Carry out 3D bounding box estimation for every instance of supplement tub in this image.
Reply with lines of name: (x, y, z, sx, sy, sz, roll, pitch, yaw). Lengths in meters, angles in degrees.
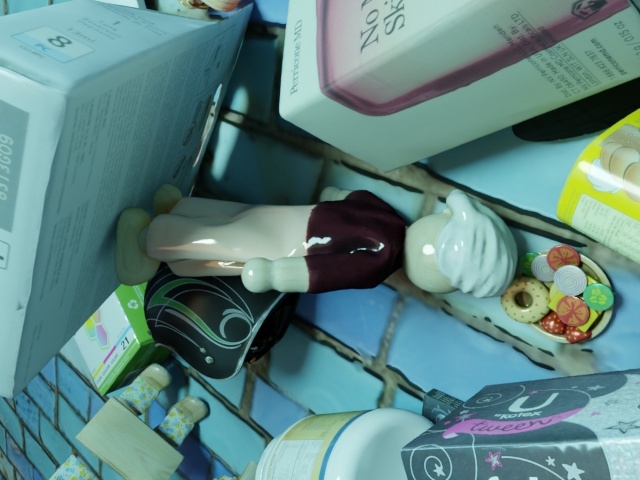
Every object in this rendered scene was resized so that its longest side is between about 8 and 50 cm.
supplement tub: (0.028, 0.248, 0.561, 0.200, 0.144, 0.144, -33, 77, 56)

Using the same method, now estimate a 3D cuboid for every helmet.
helmet: (-0.123, 0.069, 0.658, 0.162, 0.169, 0.169, 30, 120, 14)

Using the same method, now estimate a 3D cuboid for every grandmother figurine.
grandmother figurine: (0.000, 0.000, 0.511, 0.342, 0.208, 0.104, 5, 126, 17)

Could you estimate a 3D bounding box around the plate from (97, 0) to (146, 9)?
plate: (-0.296, -0.206, 0.827, 0.278, 0.045, 0.277, -23, 85, 43)

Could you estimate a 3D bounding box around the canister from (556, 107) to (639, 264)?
canister: (0.246, -0.012, 0.326, 0.170, 0.126, 0.073, 37, 142, 33)

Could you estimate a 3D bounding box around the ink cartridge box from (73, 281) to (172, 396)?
ink cartridge box: (-0.337, 0.090, 0.900, 0.189, 0.097, 0.255, -47, 70, 39)

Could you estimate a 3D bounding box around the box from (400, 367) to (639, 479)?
box: (0.207, 0.167, 0.361, 0.247, 0.163, 0.142, -21, 81, 37)

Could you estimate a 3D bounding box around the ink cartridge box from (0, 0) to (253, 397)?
ink cartridge box: (-0.204, -0.083, 0.556, 0.091, 0.385, 0.308, 26, 122, -3)

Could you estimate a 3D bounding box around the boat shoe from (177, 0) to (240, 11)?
boat shoe: (-0.148, -0.305, 0.662, 0.170, 0.063, 0.059, 51, 132, 33)

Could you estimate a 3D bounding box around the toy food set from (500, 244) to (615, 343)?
toy food set: (0.196, 0.045, 0.458, 0.083, 0.020, 0.082, 39, 124, 29)

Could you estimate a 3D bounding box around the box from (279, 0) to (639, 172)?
box: (0.094, -0.165, 0.393, 0.232, 0.127, 0.148, -17, 62, 45)

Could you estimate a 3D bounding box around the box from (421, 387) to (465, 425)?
box: (0.138, 0.193, 0.547, 0.083, 0.018, 0.067, 18, 112, 38)

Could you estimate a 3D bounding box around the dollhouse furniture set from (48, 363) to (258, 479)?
dollhouse furniture set: (-0.216, 0.317, 0.776, 0.242, 0.212, 0.161, 44, 132, -7)

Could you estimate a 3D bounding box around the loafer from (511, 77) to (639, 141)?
loafer: (0.210, -0.126, 0.388, 0.170, 0.062, 0.061, -27, 59, 39)
